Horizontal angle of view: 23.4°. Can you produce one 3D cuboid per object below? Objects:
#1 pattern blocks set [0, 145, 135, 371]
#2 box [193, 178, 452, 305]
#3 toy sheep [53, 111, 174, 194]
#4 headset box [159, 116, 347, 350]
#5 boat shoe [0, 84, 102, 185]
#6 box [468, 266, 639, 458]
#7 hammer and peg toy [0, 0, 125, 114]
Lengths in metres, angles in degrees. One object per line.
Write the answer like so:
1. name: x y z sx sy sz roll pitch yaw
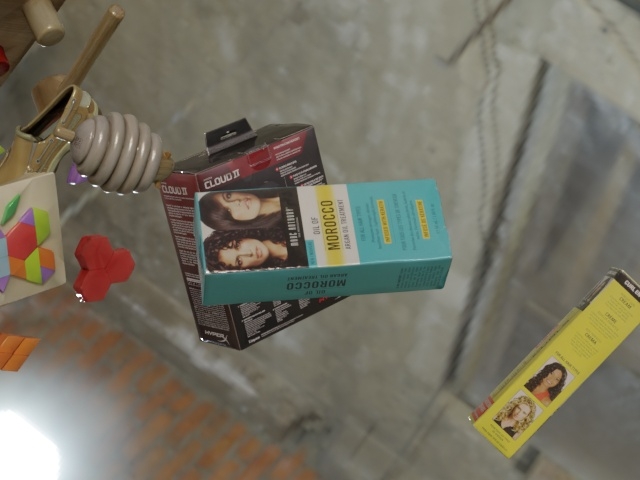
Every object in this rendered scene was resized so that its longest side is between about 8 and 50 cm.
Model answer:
1. pattern blocks set: -0.355 0.013 1.674 0.325 0.026 0.285 -36 -54 -32
2. box: 0.000 0.000 1.525 0.244 0.101 0.060 -4 -33 -9
3. toy sheep: -0.208 -0.090 1.560 0.132 0.091 0.091 13 -62 -24
4. headset box: -0.094 -0.024 2.182 0.218 0.110 0.293 -26 -70 -34
5. boat shoe: -0.349 -0.112 1.858 0.190 0.068 0.072 -52 -33 -10
6. box: 0.262 0.132 1.679 0.232 0.058 0.087 -47 -1 3
7. hammer and peg toy: -0.414 -0.239 1.847 0.361 0.127 0.266 -1 -35 -47
